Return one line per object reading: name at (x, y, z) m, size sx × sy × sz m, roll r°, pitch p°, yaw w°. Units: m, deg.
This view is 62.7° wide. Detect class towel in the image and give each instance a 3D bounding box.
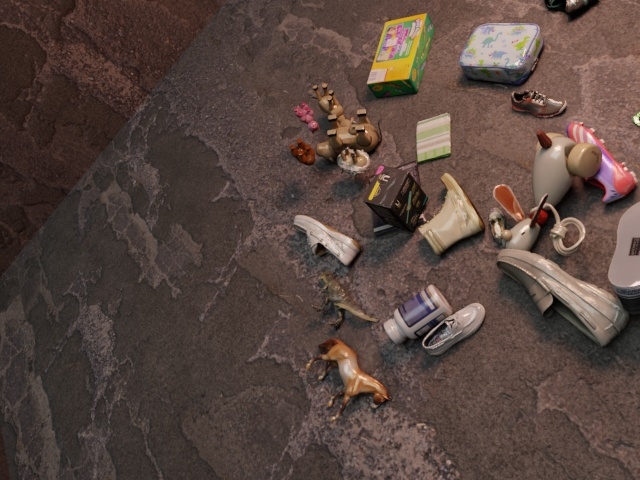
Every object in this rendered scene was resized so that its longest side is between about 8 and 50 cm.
towel at (0.356, -0.319, 1.650) m, size 0.113 × 0.023 × 0.152 m, roll -12°, pitch 62°, yaw 33°

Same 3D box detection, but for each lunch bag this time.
lunch bag at (0.550, -0.572, 1.595) m, size 0.219 × 0.090 × 0.176 m, roll 20°, pitch 80°, yaw 40°

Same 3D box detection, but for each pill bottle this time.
pill bottle at (0.255, 0.201, 1.393) m, size 0.169 × 0.094 × 0.094 m, roll -38°, pitch 50°, yaw 13°

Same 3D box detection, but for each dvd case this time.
dvd case at (0.236, -0.131, 1.634) m, size 0.164 × 0.018 × 0.221 m, roll -17°, pitch 57°, yaw 26°

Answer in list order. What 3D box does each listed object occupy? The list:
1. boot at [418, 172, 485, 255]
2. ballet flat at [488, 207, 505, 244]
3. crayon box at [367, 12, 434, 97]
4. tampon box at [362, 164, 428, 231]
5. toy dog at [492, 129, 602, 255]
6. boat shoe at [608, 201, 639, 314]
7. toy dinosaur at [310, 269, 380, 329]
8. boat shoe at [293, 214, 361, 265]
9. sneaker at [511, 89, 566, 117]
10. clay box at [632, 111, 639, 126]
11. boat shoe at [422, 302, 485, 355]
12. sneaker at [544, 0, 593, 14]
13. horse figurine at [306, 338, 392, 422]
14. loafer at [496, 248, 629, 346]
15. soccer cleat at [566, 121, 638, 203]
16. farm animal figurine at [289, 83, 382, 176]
boot at (0.347, -0.077, 1.489) m, size 0.165 × 0.077 × 0.213 m, roll -34°, pitch 54°, yaw 18°
ballet flat at (0.473, -0.046, 1.405) m, size 0.041 × 0.041 × 0.114 m, roll -19°, pitch 56°, yaw 26°
crayon box at (0.281, -0.642, 1.830) m, size 0.165 × 0.081 × 0.279 m, roll 5°, pitch 69°, yaw 37°
tampon box at (0.219, -0.120, 1.520) m, size 0.101 × 0.161 × 0.120 m, roll 20°, pitch 78°, yaw 39°
toy dog at (0.534, -0.133, 1.289) m, size 0.220 × 0.161 × 0.334 m, roll -3°, pitch 66°, yaw 62°
boat shoe at (0.716, 0.029, 1.149) m, size 0.113 × 0.105 × 0.306 m, roll -5°, pitch 39°, yaw 43°
toy dinosaur at (0.048, 0.190, 1.572) m, size 0.118 × 0.064 × 0.268 m, roll -45°, pitch 52°, yaw -2°
boat shoe at (0.000, 0.000, 1.679) m, size 0.277 × 0.098 × 0.096 m, roll 27°, pitch 83°, yaw 40°
sneaker at (0.605, -0.390, 1.476) m, size 0.157 × 0.065 × 0.061 m, roll 17°, pitch 77°, yaw 40°
clay box at (0.868, -0.284, 1.241) m, size 0.127 × 0.053 × 0.222 m, roll -42°, pitch 50°, yaw 9°
boat shoe at (0.337, 0.222, 1.344) m, size 0.184 × 0.063 × 0.066 m, roll -37°, pitch 50°, yaw 14°
sneaker at (0.706, -0.771, 1.584) m, size 0.106 × 0.101 × 0.267 m, roll -42°, pitch 49°, yaw 13°
horse figurine at (0.062, 0.370, 1.461) m, size 0.174 × 0.066 × 0.263 m, roll -42°, pitch 52°, yaw 17°
loafer at (0.539, 0.123, 1.222) m, size 0.111 × 0.112 × 0.319 m, roll -49°, pitch 49°, yaw -7°
soccer cleat at (0.680, -0.201, 1.317) m, size 0.095 × 0.083 × 0.248 m, roll -38°, pitch 53°, yaw 19°
farm animal figurine at (0.059, -0.360, 1.796) m, size 0.326 × 0.172 × 0.330 m, roll 11°, pitch 65°, yaw 26°
